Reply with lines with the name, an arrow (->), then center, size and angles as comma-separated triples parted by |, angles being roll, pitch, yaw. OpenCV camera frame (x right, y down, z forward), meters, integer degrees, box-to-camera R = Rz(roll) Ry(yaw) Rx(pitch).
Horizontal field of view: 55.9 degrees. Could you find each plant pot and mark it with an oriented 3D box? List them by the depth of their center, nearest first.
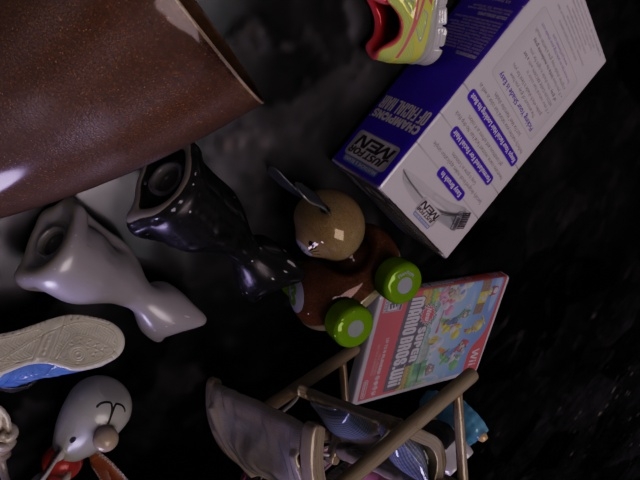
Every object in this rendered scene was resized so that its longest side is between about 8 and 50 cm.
plant pot -> -0.199, -0.126, 0.462 | 0.230, 0.215, 0.215 | -35, 133, 6

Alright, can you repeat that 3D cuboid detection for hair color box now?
hair color box -> 0.193, -0.166, 0.761 | 0.339, 0.110, 0.185 | -52, 134, -1

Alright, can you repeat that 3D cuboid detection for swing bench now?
swing bench -> 0.023, 0.246, 0.756 | 0.254, 0.253, 0.165 | -8, 95, -33

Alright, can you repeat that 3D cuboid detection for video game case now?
video game case -> 0.180, 0.157, 0.995 | 0.285, 0.025, 0.204 | -5, 118, -34

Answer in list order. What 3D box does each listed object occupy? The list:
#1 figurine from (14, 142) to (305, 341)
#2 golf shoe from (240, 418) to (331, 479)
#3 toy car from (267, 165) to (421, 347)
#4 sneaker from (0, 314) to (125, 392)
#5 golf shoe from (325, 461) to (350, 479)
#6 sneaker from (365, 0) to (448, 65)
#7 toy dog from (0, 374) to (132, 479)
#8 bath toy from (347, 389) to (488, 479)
figurine -> -0.149, 0.026, 0.609 | 0.215, 0.092, 0.209 | -24, 139, 17
golf shoe -> -0.034, 0.348, 0.925 | 0.186, 0.067, 0.086 | -21, 127, -25
toy car -> 0.000, 0.000, 0.700 | 0.149, 0.155, 0.188 | -40, 122, -10
sneaker -> -0.278, 0.114, 0.606 | 0.152, 0.084, 0.058 | -10, 78, -23
golf shoe -> 0.035, 0.408, 1.007 | 0.273, 0.105, 0.120 | 20, 85, -45
sneaker -> 0.088, -0.284, 0.637 | 0.094, 0.081, 0.208 | -15, 122, -21
toy dog -> -0.300, 0.329, 0.662 | 0.220, 0.161, 0.334 | -5, 118, -34
bath toy -> 0.110, 0.357, 0.934 | 0.348, 0.129, 0.151 | -24, 153, -43
